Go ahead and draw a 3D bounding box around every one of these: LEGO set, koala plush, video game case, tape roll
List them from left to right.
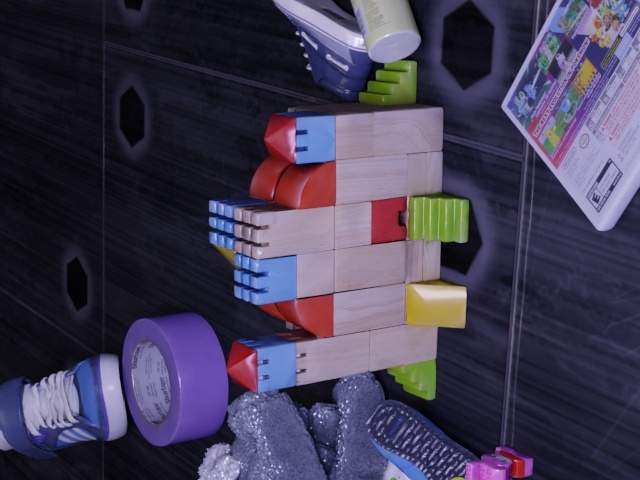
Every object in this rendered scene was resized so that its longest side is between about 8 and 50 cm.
[{"bbox_3d":[-0.215,0.202,2.082,0.189,0.080,0.189,18,112,54],"label":"tape roll"},{"bbox_3d":[-0.042,0.269,1.725,0.221,0.196,0.203,-12,86,60],"label":"koala plush"},{"bbox_3d":[0.221,0.287,1.417,0.227,0.093,0.087,18,111,54],"label":"LEGO set"},{"bbox_3d":[0.263,-0.142,1.336,0.183,0.023,0.201,58,141,33],"label":"video game case"}]

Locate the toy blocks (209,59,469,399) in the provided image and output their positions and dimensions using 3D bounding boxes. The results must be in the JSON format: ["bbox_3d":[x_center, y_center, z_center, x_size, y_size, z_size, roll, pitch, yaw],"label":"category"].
[{"bbox_3d":[0.000,0.000,1.547,0.191,0.261,0.381,18,110,55],"label":"toy blocks"}]

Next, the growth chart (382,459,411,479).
[{"bbox_3d":[0.122,0.351,1.648,0.237,0.021,0.172,44,130,47],"label":"growth chart"}]

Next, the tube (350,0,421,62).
[{"bbox_3d":[0.053,-0.315,1.600,0.070,0.062,0.240,-22,66,11],"label":"tube"}]

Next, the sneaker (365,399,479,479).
[{"bbox_3d":[0.139,0.257,1.580,0.069,0.082,0.209,-47,61,-4],"label":"sneaker"}]

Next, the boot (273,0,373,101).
[{"bbox_3d":[-0.006,-0.238,1.684,0.190,0.069,0.086,42,126,43],"label":"boot"}]

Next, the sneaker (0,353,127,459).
[{"bbox_3d":[-0.439,0.267,2.237,0.323,0.236,0.130,135,128,-68],"label":"sneaker"}]
